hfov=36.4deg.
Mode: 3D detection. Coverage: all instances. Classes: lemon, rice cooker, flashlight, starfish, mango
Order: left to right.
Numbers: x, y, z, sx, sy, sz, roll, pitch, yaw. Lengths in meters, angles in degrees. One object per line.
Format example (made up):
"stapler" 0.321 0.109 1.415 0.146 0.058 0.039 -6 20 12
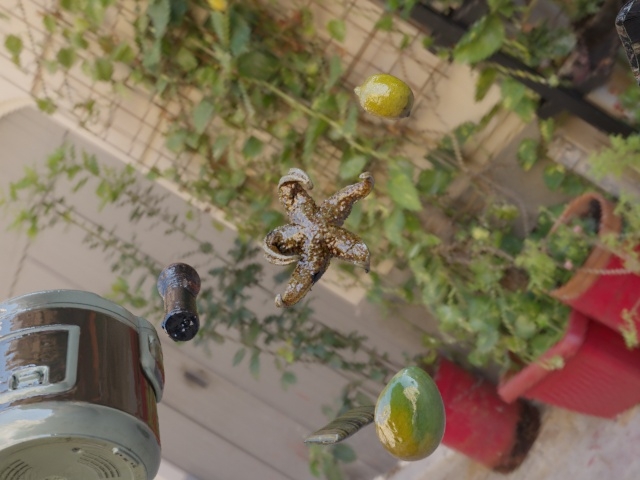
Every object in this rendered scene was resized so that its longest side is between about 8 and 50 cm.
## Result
"rice cooker" -0.417 0.258 1.566 0.335 0.335 0.325 -54 34 33
"flashlight" -0.268 0.117 1.876 0.093 0.093 0.232 -57 19 10
"starfish" -0.001 0.001 1.198 0.074 0.146 0.189 58 -134 -69
"lemon" 0.115 -0.260 1.756 0.082 0.111 0.082 -159 90 -90
"mango" 0.150 0.292 1.634 0.092 0.130 0.194 -28 -49 -36

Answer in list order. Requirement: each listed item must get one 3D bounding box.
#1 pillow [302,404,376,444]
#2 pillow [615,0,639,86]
"pillow" 0.064 0.413 2.175 0.113 0.038 0.203 -15 4 44
"pillow" 0.481 -0.311 1.453 0.090 0.150 0.048 -42 46 -2
